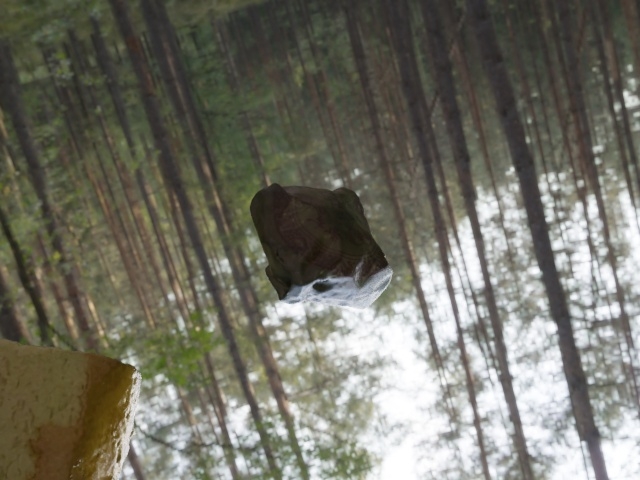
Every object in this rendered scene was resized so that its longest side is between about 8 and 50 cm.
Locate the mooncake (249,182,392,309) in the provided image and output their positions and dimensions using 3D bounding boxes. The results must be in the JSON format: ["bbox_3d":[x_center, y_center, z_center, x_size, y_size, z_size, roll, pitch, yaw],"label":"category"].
[{"bbox_3d":[0.000,0.000,0.817,0.125,0.129,0.073,7,137,-42],"label":"mooncake"}]

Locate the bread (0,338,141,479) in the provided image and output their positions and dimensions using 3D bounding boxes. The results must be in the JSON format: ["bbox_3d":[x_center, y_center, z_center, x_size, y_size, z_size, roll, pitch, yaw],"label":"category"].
[{"bbox_3d":[-0.374,0.320,1.086,0.237,0.375,0.165,10,151,-7],"label":"bread"}]
